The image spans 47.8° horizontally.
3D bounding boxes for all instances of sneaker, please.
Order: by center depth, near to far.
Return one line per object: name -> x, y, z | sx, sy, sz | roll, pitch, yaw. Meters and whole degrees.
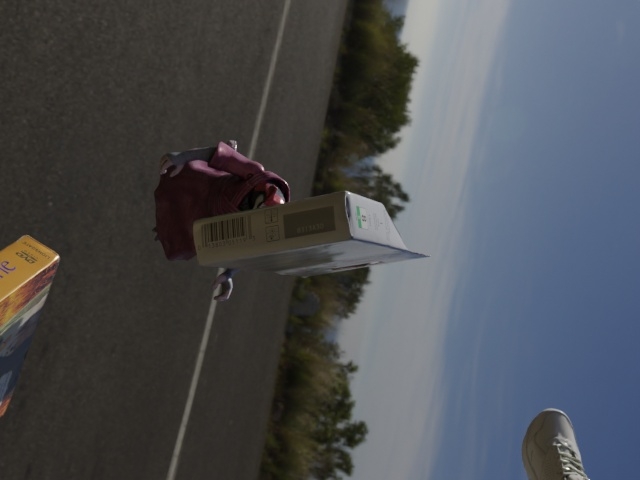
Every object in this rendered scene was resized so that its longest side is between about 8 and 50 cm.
sneaker -> 0.344, 0.337, 1.002 | 0.115, 0.090, 0.232 | 114, -14, -55

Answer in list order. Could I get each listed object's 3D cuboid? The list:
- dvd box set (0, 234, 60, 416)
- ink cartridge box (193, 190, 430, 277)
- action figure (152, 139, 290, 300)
dvd box set -> -0.460, 0.202, 0.782 | 0.307, 0.062, 0.420 | -60, 179, 27
ink cartridge box -> 0.000, 0.000, 0.795 | 0.225, 0.181, 0.056 | 8, 74, -62
action figure -> -0.145, -0.054, 1.267 | 0.276, 0.370, 0.248 | -21, 105, -39
